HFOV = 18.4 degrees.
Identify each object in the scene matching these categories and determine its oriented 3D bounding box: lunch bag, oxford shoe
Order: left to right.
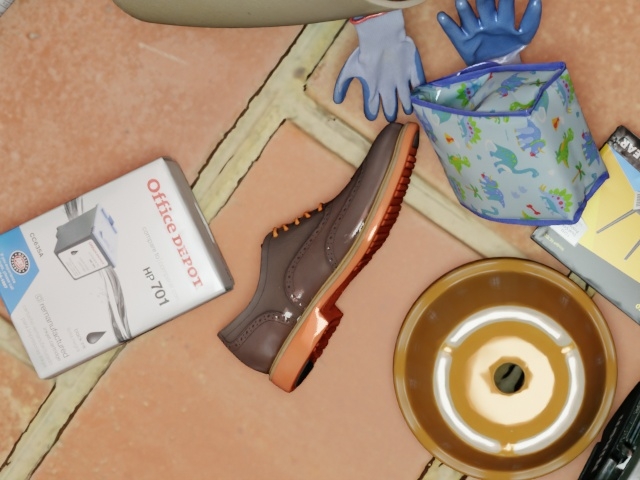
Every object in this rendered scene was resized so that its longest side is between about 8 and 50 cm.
[{"bbox_3d":[0.000,0.000,1.791,0.098,0.097,0.271,30,92,9],"label":"oxford shoe"},{"bbox_3d":[0.162,-0.086,1.749,0.151,0.096,0.129,-1,126,40],"label":"lunch bag"}]

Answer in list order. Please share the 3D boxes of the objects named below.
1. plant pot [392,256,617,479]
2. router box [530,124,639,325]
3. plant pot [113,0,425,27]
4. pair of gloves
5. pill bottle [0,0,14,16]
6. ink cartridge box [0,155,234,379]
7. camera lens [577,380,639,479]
[{"bbox_3d":[0.164,0.118,1.731,0.205,0.188,0.205,0,90,4],"label":"plant pot"},{"bbox_3d":[0.300,0.001,1.793,0.179,0.046,0.133,39,93,3],"label":"router box"},{"bbox_3d":[-0.063,-0.287,1.712,0.274,0.256,0.256,-16,89,40],"label":"plant pot"},{"bbox_3d":[0.104,-0.165,1.761,0.198,0.159,0.023,-15,55,1],"label":"pair of gloves"},{"bbox_3d":[-0.325,-0.256,1.799,0.117,0.117,0.215,43,92,3],"label":"pill bottle"},{"bbox_3d":[-0.195,0.024,1.809,0.191,0.082,0.139,-26,88,5],"label":"ink cartridge box"},{"bbox_3d":[0.365,0.246,1.703,0.274,0.219,0.219,31,92,3],"label":"camera lens"}]
